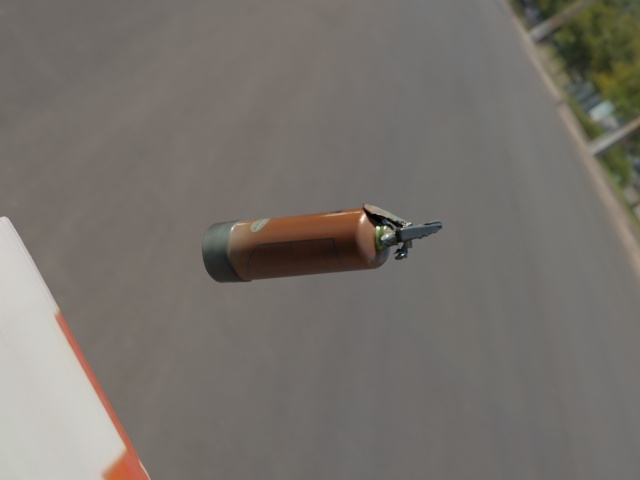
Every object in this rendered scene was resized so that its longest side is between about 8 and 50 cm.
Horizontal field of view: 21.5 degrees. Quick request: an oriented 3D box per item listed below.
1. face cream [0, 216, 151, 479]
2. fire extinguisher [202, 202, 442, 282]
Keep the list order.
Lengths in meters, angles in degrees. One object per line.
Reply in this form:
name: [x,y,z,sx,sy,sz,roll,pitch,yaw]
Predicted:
face cream: [-0.096,0.091,0.504,0.345,0.102,0.102,63,9,-6]
fire extinguisher: [0.000,0.000,0.576,0.028,0.083,0.022,-23,103,-57]
